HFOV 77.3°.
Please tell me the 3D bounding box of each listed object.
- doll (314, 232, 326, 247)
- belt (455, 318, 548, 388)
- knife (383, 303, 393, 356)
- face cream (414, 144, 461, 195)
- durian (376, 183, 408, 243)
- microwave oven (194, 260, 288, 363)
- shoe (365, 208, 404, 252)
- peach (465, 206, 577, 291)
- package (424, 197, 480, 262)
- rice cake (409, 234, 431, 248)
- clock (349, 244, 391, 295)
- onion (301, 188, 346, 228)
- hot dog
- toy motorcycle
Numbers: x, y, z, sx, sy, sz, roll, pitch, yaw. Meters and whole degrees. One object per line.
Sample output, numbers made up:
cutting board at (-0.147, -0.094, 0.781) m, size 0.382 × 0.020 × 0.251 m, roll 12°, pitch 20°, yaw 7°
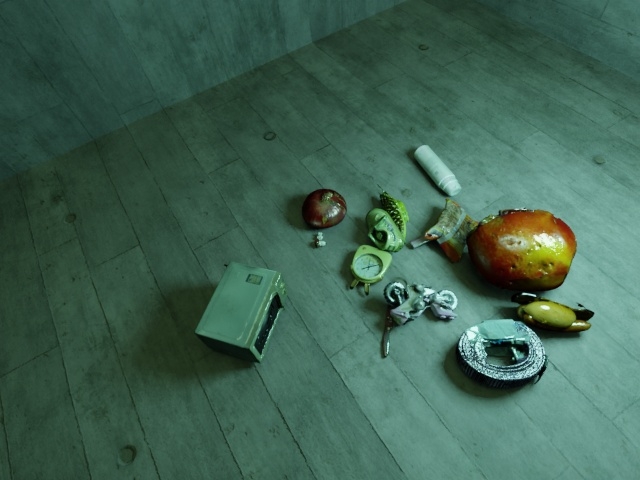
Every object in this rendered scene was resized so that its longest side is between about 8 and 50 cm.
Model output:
doll at (-0.006, -0.002, 2.009) m, size 0.058 × 0.040 × 0.085 m, roll -13°, pitch 59°, yaw -17°
belt at (0.701, 0.441, 1.571) m, size 0.326 × 0.122 × 0.260 m, roll -3°, pitch 50°, yaw 7°
knife at (0.293, 0.383, 1.725) m, size 0.036 × 0.018 × 0.247 m, roll 4°, pitch 56°, yaw 13°
face cream at (0.630, -0.370, 2.141) m, size 0.102 × 0.101 × 0.345 m, roll -22°, pitch 57°, yaw -8°
durian at (0.373, -0.142, 2.001) m, size 0.107 × 0.132 × 0.374 m, roll -37°, pitch 53°, yaw 34°
microwave oven at (-0.325, 0.310, 1.731) m, size 0.287 × 0.218 × 0.354 m, roll 10°, pitch 58°, yaw 15°
shoe at (0.301, -0.055, 1.924) m, size 0.140 × 0.128 × 0.262 m, roll -49°, pitch 57°, yaw 25°
peach at (0.839, 0.038, 1.699) m, size 0.417 × 0.339 × 0.353 m, roll 25°, pitch 62°, yaw 27°
package at (0.640, -0.054, 1.903) m, size 0.223 × 0.108 × 0.288 m, roll 40°, pitch 67°, yaw -4°
rice cake at (0.530, -0.015, 1.952) m, size 0.207 × 0.036 × 0.047 m, roll -23°, pitch 72°, yaw -10°
clock at (0.221, 0.139, 1.868) m, size 0.170 × 0.069 × 0.231 m, roll 20°, pitch 62°, yaw 19°
onion at (0.016, -0.172, 2.060) m, size 0.248 × 0.161 × 0.247 m, roll -16°, pitch 38°, yaw 13°
hot dog at (0.930, 0.308, 1.599) m, size 0.327 × 0.194 × 0.107 m, roll 11°, pitch 71°, yaw 11°
toy motorcycle at (0.428, 0.284, 1.713) m, size 0.328 × 0.143 × 0.187 m, roll 9°, pitch 66°, yaw -4°
